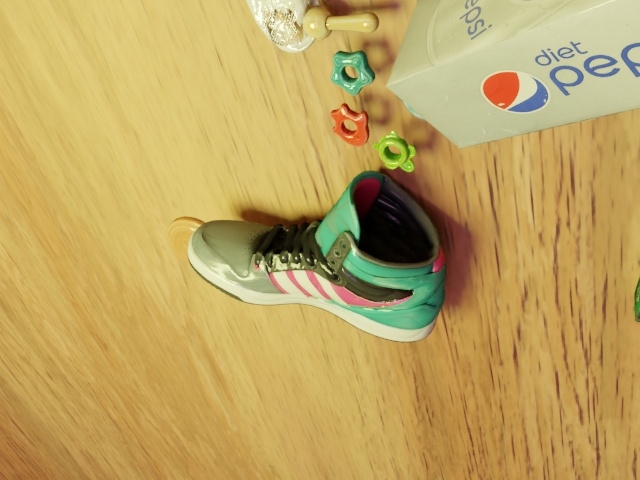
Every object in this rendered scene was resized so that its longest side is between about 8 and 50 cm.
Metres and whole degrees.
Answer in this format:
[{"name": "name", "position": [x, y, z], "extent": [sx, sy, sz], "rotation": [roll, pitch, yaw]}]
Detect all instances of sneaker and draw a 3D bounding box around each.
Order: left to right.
[{"name": "sneaker", "position": [0.000, 0.000, 0.666], "extent": [0.295, 0.124, 0.178], "rotation": [15, 138, 3]}]

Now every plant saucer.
[{"name": "plant saucer", "position": [-0.166, 0.006, 0.830], "extent": [0.083, 0.013, 0.083], "rotation": [13, 131, 16]}]

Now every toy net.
[{"name": "toy net", "position": [0.021, -0.168, 0.578], "extent": [0.232, 0.045, 0.122], "rotation": [36, 135, -4]}]

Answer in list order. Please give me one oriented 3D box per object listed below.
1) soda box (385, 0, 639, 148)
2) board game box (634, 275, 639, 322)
[{"name": "soda box", "position": [0.180, -0.145, 0.409], "extent": [0.098, 0.091, 0.286], "rotation": [32, 159, -30]}, {"name": "board game box", "position": [0.400, -0.039, 0.499], "extent": [0.213, 0.046, 0.317], "rotation": [10, 130, 17]}]
